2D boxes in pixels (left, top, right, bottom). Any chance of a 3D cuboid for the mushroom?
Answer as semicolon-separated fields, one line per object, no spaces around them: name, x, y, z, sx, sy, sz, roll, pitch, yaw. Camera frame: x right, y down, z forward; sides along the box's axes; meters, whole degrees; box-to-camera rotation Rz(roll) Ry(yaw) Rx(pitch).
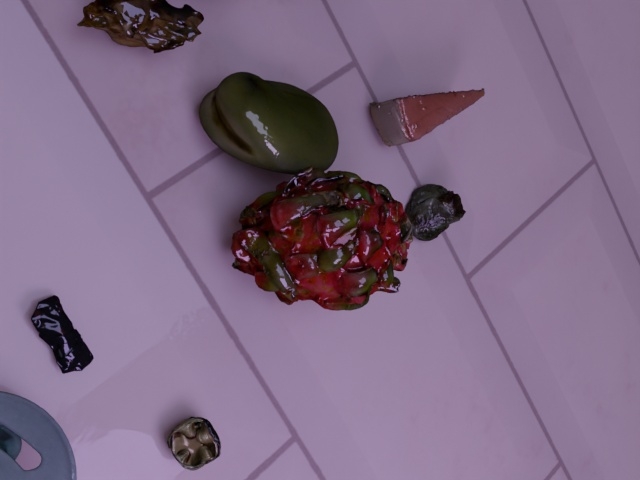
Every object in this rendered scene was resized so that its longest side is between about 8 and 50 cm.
mushroom;-0.212;-0.509;1.230;0.331;0.356;0.334;-1;47;-25

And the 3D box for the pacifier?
pacifier;-0.481;0.333;0.982;0.288;0.269;0.343;35;64;0

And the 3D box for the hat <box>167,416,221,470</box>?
hat;-0.205;0.323;1.272;0.076;0.059;0.077;-28;98;-14

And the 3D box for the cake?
cake;0.210;-0.243;1.531;0.225;0.109;0.090;-14;95;-32

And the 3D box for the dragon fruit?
dragon fruit;0.003;-0.002;1.315;0.302;0.237;0.231;7;86;-11

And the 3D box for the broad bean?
broad bean;-0.070;-0.196;1.335;0.263;0.121;0.189;4;57;-35

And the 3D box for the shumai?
shumai;0.233;-0.055;1.551;0.099;0.087;0.124;35;72;-28

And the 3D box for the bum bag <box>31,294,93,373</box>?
bum bag;-0.387;0.143;1.177;0.058;0.034;0.124;-43;111;-41
